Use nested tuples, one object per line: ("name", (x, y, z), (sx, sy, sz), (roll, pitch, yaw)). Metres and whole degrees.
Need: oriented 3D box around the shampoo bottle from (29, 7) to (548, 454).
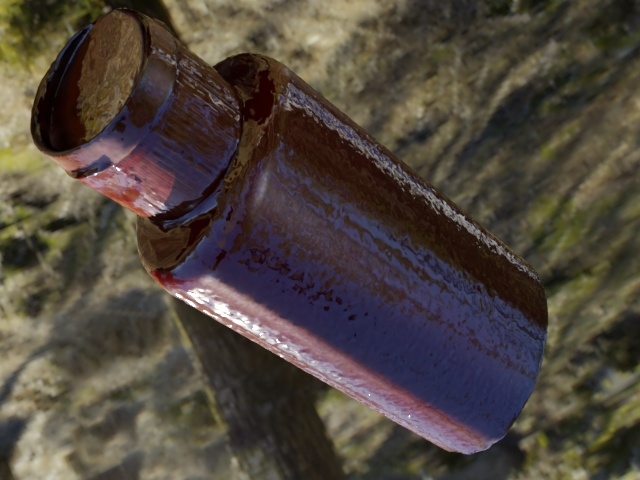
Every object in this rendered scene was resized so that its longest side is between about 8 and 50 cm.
("shampoo bottle", (0.000, 0.000, 0.502), (0.064, 0.102, 0.260), (1, 155, 43))
